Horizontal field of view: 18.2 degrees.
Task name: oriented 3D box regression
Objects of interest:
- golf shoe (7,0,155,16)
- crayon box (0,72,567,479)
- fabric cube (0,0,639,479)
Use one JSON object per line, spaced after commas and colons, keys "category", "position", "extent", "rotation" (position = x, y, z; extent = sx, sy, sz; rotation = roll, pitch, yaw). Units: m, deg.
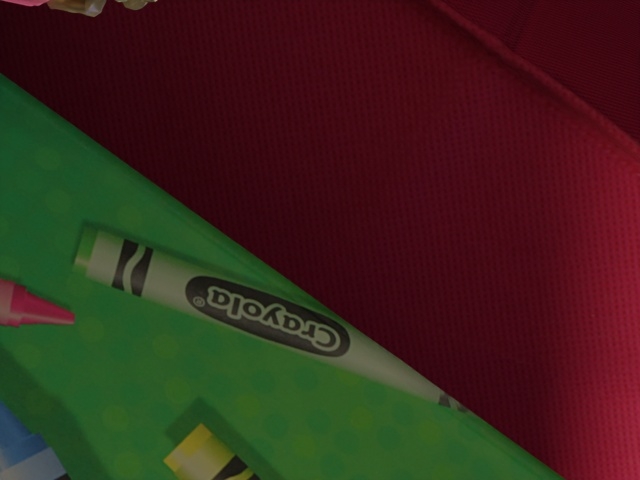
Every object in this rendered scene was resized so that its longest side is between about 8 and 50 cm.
{"category": "golf shoe", "position": [-0.035, -0.094, 0.234], "extent": [0.186, 0.067, 0.086], "rotation": [136, -36, -74]}
{"category": "crayon box", "position": [-0.034, 0.080, 0.416], "extent": [0.081, 0.278, 0.165], "rotation": [-56, -176, -33]}
{"category": "fabric cube", "position": [0.000, 0.000, 0.603], "extent": [0.254, 0.259, 0.258], "rotation": [-51, -176, 23]}
